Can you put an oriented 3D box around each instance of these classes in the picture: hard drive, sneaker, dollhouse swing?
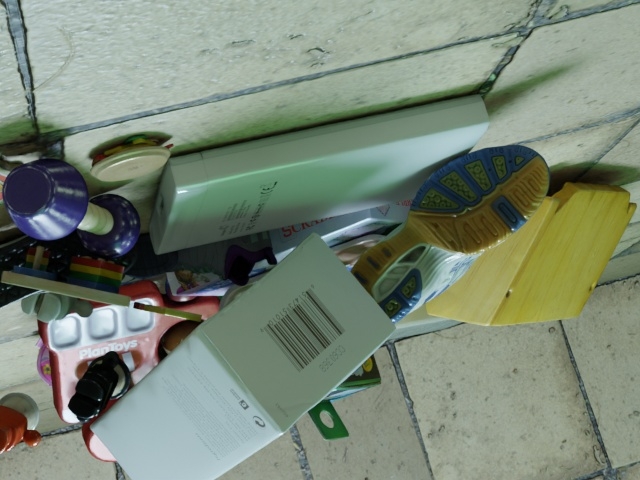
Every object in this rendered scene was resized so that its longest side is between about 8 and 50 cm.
[{"bbox_3d":[-0.009,-0.072,1.573,0.353,0.047,0.233,-12,165,-16],"label":"hard drive"},{"bbox_3d":[-0.139,0.022,1.751,0.083,0.098,0.224,-7,166,-39],"label":"sneaker"},{"bbox_3d":[0.154,-0.015,1.650,0.296,0.112,0.131,-39,171,25],"label":"sneaker"},{"bbox_3d":[-0.238,0.028,1.766,0.144,0.053,0.059,-11,172,24],"label":"sneaker"},{"bbox_3d":[0.274,-0.014,2.292,0.347,0.305,0.315,0,119,-55],"label":"dollhouse swing"},{"bbox_3d":[-0.326,0.021,1.593,0.235,0.084,0.097,-14,-167,-6],"label":"sneaker"}]

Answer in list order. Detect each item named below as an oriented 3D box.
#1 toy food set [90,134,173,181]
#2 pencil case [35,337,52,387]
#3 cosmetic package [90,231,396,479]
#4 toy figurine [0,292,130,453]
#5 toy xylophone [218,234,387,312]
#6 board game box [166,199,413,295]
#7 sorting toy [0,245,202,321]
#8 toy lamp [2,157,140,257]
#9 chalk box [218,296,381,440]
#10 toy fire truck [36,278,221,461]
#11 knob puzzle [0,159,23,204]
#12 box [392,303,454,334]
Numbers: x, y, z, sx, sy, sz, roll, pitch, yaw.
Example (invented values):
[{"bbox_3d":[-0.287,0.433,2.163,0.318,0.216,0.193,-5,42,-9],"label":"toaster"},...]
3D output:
[{"bbox_3d":[-0.185,-0.079,1.367,0.083,0.020,0.083,-20,169,17],"label":"toy food set"},{"bbox_3d":[-0.367,0.199,2.299,0.124,0.124,0.284,-18,168,10],"label":"pencil case"},{"bbox_3d":[-0.104,0.169,1.680,0.217,0.156,0.385,-39,180,-37],"label":"cosmetic package"},{"bbox_3d":[-0.369,0.150,1.785,0.213,0.209,0.148,-24,-175,8],"label":"toy figurine"},{"bbox_3d":[0.021,0.067,1.901,0.323,0.081,0.236,-22,168,30],"label":"toy xylophone"},{"bbox_3d":[0.000,0.000,1.931,0.319,0.065,0.318,-22,168,27],"label":"board game box"},{"bbox_3d":[-0.262,0.038,1.490,0.275,0.046,0.132,13,176,-12],"label":"sorting toy"},{"bbox_3d":[-0.244,-0.031,1.365,0.080,0.080,0.274,-17,173,3],"label":"toy lamp"},{"bbox_3d":[-0.031,0.183,2.219,0.179,0.288,0.180,-21,168,22],"label":"chalk box"},{"bbox_3d":[-0.255,0.165,2.050,0.302,0.169,0.253,-12,128,-18],"label":"toy fire truck"},{"bbox_3d":[-0.367,-0.031,1.323,0.213,0.030,0.213,-16,170,-3],"label":"knob puzzle"},{"bbox_3d":[0.152,0.111,2.582,0.311,0.121,0.148,-6,166,-43],"label":"box"}]
